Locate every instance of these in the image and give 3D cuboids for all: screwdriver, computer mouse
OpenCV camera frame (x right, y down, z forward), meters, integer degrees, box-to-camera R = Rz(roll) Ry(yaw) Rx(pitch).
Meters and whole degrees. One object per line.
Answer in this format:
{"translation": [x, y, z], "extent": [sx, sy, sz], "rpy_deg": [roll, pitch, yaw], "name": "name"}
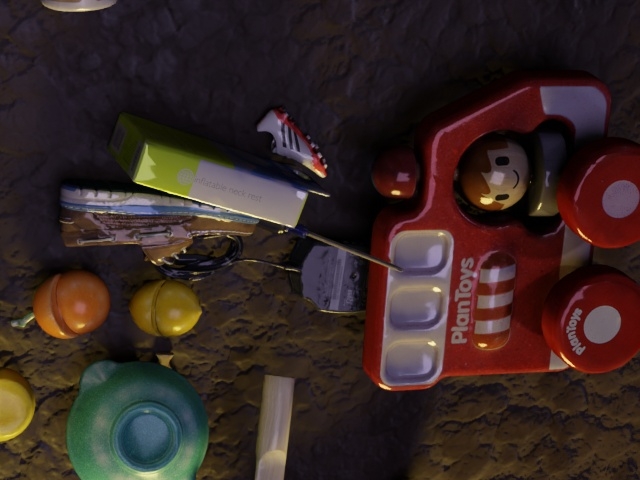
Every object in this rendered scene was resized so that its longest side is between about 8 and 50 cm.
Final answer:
{"translation": [0.000, 0.000, 1.617], "extent": [0.024, 0.170, 0.025], "rpy_deg": [-58, 164, -31], "name": "screwdriver"}
{"translation": [-0.040, 0.023, 1.663], "extent": [0.242, 0.041, 0.071], "rpy_deg": [9, 100, -14], "name": "computer mouse"}

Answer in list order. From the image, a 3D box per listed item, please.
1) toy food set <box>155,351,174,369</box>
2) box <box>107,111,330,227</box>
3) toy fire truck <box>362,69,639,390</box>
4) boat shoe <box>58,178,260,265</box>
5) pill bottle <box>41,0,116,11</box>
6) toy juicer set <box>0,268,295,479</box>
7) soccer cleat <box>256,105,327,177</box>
{"translation": [-0.175, 0.168, 1.683], "extent": [0.078, 0.019, 0.122], "rpy_deg": [-6, 113, -16], "name": "toy food set"}
{"translation": [-0.092, -0.061, 1.566], "extent": [0.178, 0.109, 0.042], "rpy_deg": [16, 102, -23], "name": "box"}
{"translation": [0.167, -0.007, 1.639], "extent": [0.254, 0.169, 0.302], "rpy_deg": [-3, 111, -17], "name": "toy fire truck"}
{"translation": [-0.147, -0.015, 1.593], "extent": [0.183, 0.066, 0.066], "rpy_deg": [6, 104, -9], "name": "boat shoe"}
{"translation": [-0.205, -0.257, 1.473], "extent": [0.067, 0.067, 0.120], "rpy_deg": [-6, 113, -16], "name": "pill bottle"}
{"translation": [-0.150, 0.148, 1.636], "extent": [0.329, 0.089, 0.209], "rpy_deg": [28, 81, -13], "name": "toy juicer set"}
{"translation": [-0.026, -0.086, 1.625], "extent": [0.035, 0.029, 0.083], "rpy_deg": [-36, 115, 9], "name": "soccer cleat"}
